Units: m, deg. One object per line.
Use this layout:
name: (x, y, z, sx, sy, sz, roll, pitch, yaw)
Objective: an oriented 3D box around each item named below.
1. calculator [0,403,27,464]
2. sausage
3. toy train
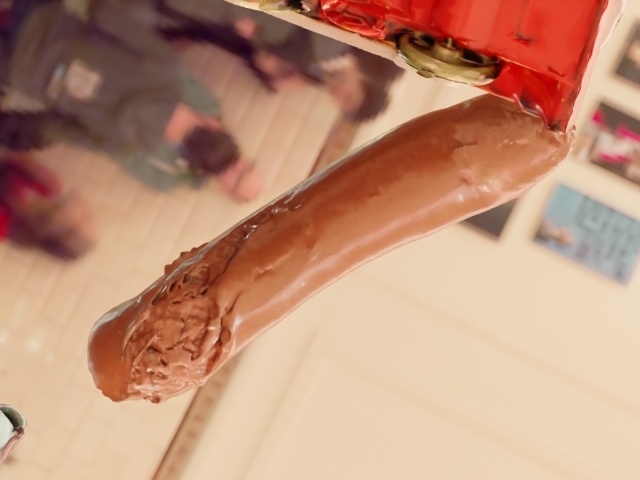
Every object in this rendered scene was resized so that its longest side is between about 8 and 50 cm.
calculator: (-0.177, 0.086, 0.800, 0.019, 0.094, 0.141, -46, -178, 18)
sausage: (0.000, 0.000, 1.009, 0.304, 0.078, 0.078, -32, 180, 7)
toy train: (0.029, -0.124, 0.737, 0.131, 0.204, 0.082, -34, 144, -61)
